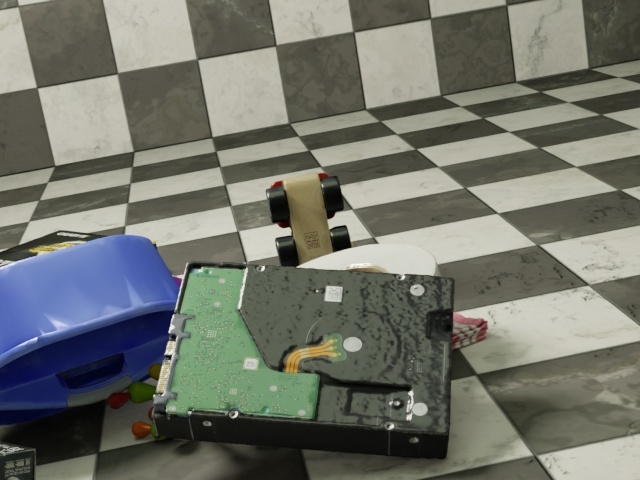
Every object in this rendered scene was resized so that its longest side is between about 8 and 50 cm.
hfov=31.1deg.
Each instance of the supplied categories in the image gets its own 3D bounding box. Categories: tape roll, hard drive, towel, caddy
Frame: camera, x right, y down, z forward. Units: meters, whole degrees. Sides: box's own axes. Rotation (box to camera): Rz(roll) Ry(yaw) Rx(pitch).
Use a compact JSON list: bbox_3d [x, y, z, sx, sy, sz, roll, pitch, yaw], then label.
[{"bbox_3d":[0.037,0.108,1.597,0.286,0.100,0.286,-17,20,6],"label":"tape roll"},{"bbox_3d":[-0.013,0.138,1.373,0.339,0.064,0.237,3,47,4],"label":"hard drive"},{"bbox_3d":[0.125,0.136,1.652,0.197,0.029,0.144,-16,16,-23],"label":"towel"},{"bbox_3d":[-0.328,0.138,1.556,0.341,0.179,0.241,-17,-25,-25],"label":"caddy"}]

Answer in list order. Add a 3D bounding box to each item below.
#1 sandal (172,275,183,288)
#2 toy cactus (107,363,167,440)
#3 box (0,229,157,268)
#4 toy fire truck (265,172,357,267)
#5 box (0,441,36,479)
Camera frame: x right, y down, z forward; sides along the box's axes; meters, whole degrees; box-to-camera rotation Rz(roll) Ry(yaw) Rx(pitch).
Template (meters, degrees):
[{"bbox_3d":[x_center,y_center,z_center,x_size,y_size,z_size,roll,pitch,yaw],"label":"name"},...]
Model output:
[{"bbox_3d":[-0.250,0.095,1.886,0.416,0.102,0.169,-17,17,-23],"label":"sandal"},{"bbox_3d":[-0.152,0.197,1.501,0.219,0.112,0.180,-9,3,37],"label":"toy cactus"},{"bbox_3d":[-0.509,0.059,2.226,0.322,0.079,0.257,6,23,44],"label":"box"},{"bbox_3d":[0.000,0.000,1.913,0.159,0.217,0.246,-11,1,-5],"label":"toy fire truck"},{"bbox_3d":[-0.440,0.275,1.307,0.147,0.077,0.180,2,0,36],"label":"box"}]
